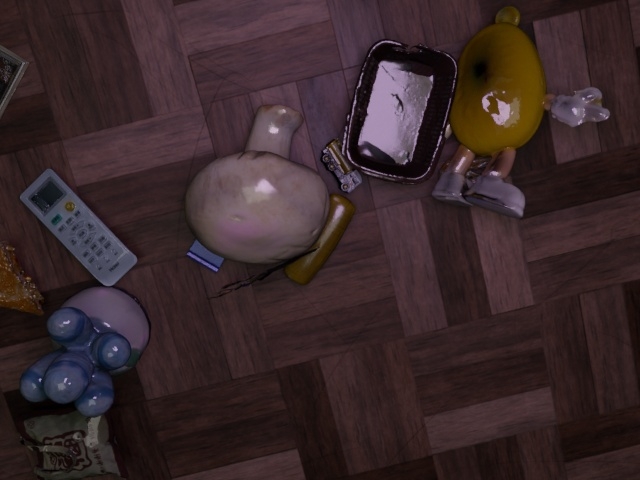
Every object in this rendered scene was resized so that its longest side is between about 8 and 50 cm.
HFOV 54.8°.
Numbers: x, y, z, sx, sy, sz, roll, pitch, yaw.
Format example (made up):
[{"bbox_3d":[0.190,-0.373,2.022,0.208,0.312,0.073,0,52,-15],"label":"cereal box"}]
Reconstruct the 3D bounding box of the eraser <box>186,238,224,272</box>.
[{"bbox_3d":[-0.267,0.029,1.469,0.085,0.027,0.063,30,100,-8],"label":"eraser"}]

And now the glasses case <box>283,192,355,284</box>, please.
[{"bbox_3d":[0.000,0.000,1.455,0.079,0.064,0.234,32,100,0],"label":"glasses case"}]

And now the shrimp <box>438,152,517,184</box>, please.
[{"bbox_3d":[0.368,-0.169,1.444,0.190,0.042,0.101,-22,90,3],"label":"shrimp"}]

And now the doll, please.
[{"bbox_3d":[0.385,-0.251,1.324,0.348,0.161,0.423,46,107,29],"label":"doll"}]

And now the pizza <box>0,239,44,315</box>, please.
[{"bbox_3d":[-0.727,0.106,1.454,0.188,0.062,0.199,-42,106,18],"label":"pizza"}]

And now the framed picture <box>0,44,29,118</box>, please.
[{"bbox_3d":[-0.807,-0.381,1.377,0.252,0.014,0.197,31,99,-7],"label":"framed picture"}]

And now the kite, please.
[{"bbox_3d":[-0.134,0.080,1.402,0.286,0.152,0.015,-22,93,25],"label":"kite"}]

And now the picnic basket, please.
[{"bbox_3d":[0.169,-0.281,1.374,0.223,0.129,0.296,13,99,-3],"label":"picnic basket"}]

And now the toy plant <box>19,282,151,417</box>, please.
[{"bbox_3d":[-0.518,0.248,1.351,0.247,0.332,0.247,-1,102,-4],"label":"toy plant"}]

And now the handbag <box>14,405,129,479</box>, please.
[{"bbox_3d":[-0.596,0.496,1.498,0.235,0.127,0.212,-11,103,2],"label":"handbag"}]

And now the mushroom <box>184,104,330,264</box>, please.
[{"bbox_3d":[-0.110,-0.093,1.321,0.315,0.315,0.356,40,97,-9],"label":"mushroom"}]

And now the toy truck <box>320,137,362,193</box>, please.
[{"bbox_3d":[0.048,-0.172,1.430,0.063,0.052,0.123,-35,99,-2],"label":"toy truck"}]

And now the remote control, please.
[{"bbox_3d":[-0.557,-0.028,1.437,0.103,0.051,0.293,-42,96,5],"label":"remote control"}]
